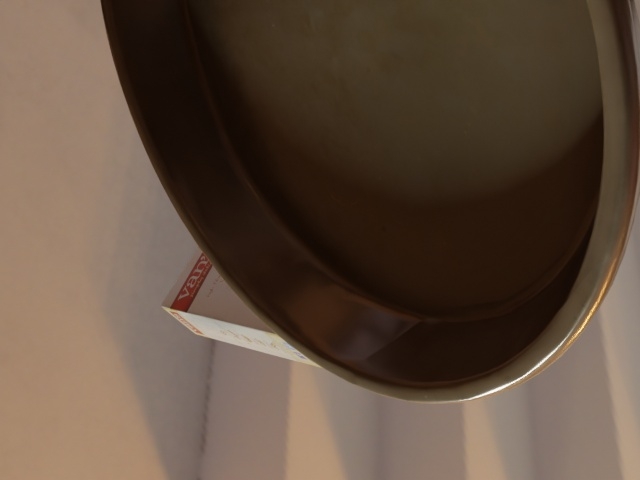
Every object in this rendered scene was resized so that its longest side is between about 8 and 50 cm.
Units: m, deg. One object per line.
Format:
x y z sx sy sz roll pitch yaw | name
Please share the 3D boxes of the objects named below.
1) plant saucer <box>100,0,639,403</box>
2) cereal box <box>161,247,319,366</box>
0.008 -0.072 0.450 0.041 0.278 0.278 -27 -83 -35 | plant saucer
0.000 0.000 0.857 0.047 0.240 0.173 42 -110 -31 | cereal box
